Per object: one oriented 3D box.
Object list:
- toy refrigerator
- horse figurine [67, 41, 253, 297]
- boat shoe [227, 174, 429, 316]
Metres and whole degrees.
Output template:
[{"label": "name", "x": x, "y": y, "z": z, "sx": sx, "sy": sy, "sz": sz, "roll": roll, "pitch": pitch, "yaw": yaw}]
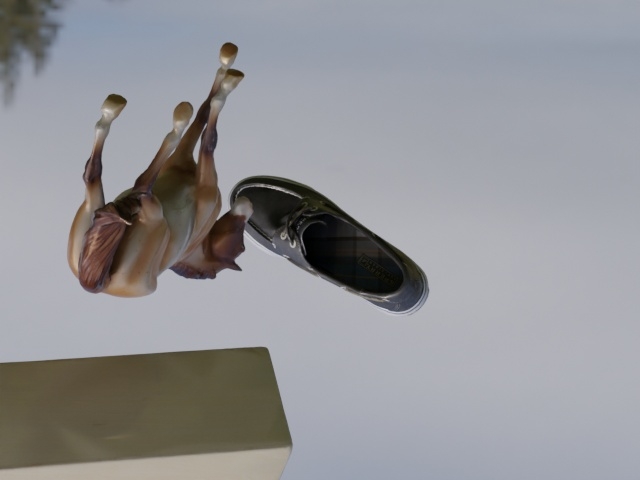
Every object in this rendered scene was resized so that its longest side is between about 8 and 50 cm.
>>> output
[{"label": "toy refrigerator", "x": -0.166, "y": 0.138, "z": 1.324, "sx": 0.269, "sy": 0.102, "sz": 0.094, "roll": -3, "pitch": -126, "yaw": -19}, {"label": "horse figurine", "x": -0.106, "y": -0.026, "z": 1.279, "sx": 0.066, "sy": 0.174, "sz": 0.263, "roll": 23, "pitch": -156, "yaw": 13}, {"label": "boat shoe", "x": 0.000, "y": 0.000, "z": 1.860, "sx": 0.228, "sy": 0.080, "sz": 0.076, "roll": 35, "pitch": 177, "yaw": 20}]
